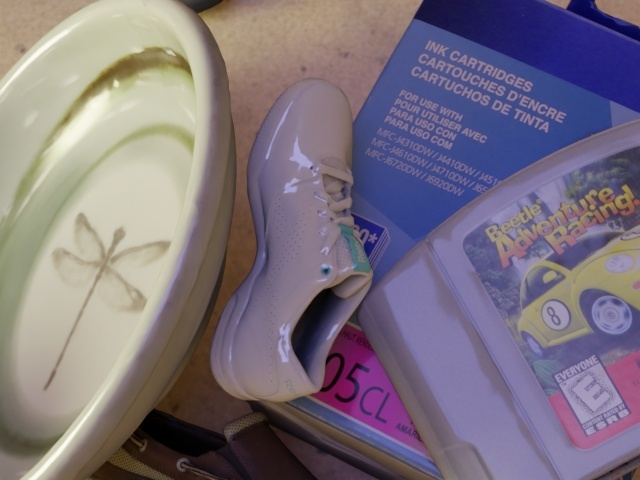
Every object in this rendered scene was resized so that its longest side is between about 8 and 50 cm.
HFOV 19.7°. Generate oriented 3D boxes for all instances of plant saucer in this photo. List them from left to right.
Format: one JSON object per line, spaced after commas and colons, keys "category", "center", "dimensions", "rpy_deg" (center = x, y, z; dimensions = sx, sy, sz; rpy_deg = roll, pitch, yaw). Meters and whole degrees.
{"category": "plant saucer", "center": [-0.167, 0.026, 1.266], "dimensions": [0.400, 0.100, 0.401], "rpy_deg": [-33, 43, 37]}

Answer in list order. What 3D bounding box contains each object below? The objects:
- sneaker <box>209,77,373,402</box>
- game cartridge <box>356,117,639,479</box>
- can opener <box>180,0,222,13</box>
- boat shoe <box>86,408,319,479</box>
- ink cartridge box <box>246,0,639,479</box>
{"category": "sneaker", "center": [0.000, 0.000, 1.158], "dimensions": [0.094, 0.080, 0.212], "rpy_deg": [0, 75, 49]}
{"category": "game cartridge", "center": [0.182, 0.037, 1.145], "dimensions": [0.294, 0.060, 0.196], "rpy_deg": [-28, 67, -3]}
{"category": "can opener", "center": [-0.207, -0.229, 1.442], "dimensions": [0.283, 0.076, 0.095], "rpy_deg": [3, 71, 11]}
{"category": "boat shoe", "center": [-0.052, 0.163, 1.239], "dimensions": [0.257, 0.095, 0.095], "rpy_deg": [12, 98, 23]}
{"category": "ink cartridge box", "center": [0.145, -0.008, 1.273], "dimensions": [0.270, 0.151, 0.395], "rpy_deg": [25, 75, 16]}
